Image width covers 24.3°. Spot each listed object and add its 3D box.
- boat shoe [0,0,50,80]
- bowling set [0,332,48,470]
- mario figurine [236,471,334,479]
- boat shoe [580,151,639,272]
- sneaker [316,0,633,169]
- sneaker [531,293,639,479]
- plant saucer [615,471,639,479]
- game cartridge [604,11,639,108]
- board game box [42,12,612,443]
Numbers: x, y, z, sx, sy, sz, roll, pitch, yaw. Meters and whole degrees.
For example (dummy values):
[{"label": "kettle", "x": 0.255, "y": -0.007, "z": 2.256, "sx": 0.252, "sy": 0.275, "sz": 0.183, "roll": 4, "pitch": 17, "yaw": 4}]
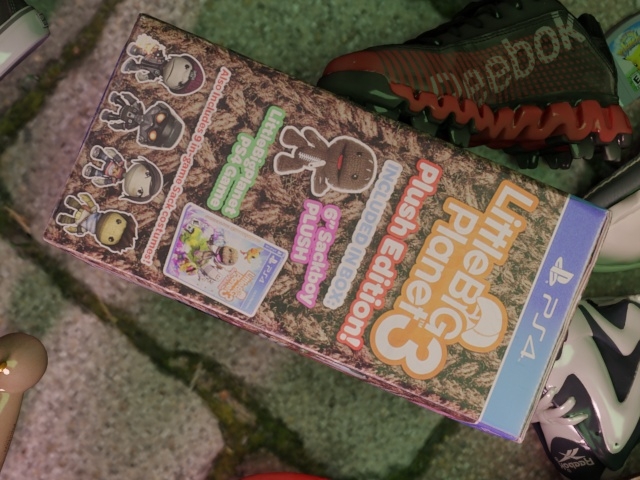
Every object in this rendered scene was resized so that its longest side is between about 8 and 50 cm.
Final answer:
[{"label": "boat shoe", "x": -0.278, "y": -0.090, "z": 0.946, "sx": 0.228, "sy": 0.080, "sz": 0.076, "roll": -44, "pitch": 100, "yaw": -13}, {"label": "bowling set", "x": -0.311, "y": 0.094, "z": 0.890, "sx": 0.199, "sy": 0.287, "sz": 0.154, "roll": 27, "pitch": 93, "yaw": 9}, {"label": "mario figurine", "x": 0.004, "y": 0.311, "z": 1.024, "sx": 0.198, "sy": 0.170, "sz": 0.321, "roll": -27, "pitch": 103, "yaw": -14}, {"label": "boat shoe", "x": 0.313, "y": -0.084, "z": 1.165, "sx": 0.319, "sy": 0.116, "sz": 0.099, "roll": -31, "pitch": 60, "yaw": -9}, {"label": "sneaker", "x": 0.109, "y": -0.123, "z": 1.055, "sx": 0.276, "sy": 0.097, "sz": 0.135, "roll": 0, "pitch": 86, "yaw": -36}, {"label": "sneaker", "x": 0.170, "y": 0.121, "z": 1.108, "sx": 0.235, "sy": 0.094, "sz": 0.153, "roll": -3, "pitch": 86, "yaw": -30}, {"label": "plant saucer", "x": 0.242, "y": 0.298, "z": 1.134, "sx": 0.310, "sy": 0.050, "sz": 0.311, "roll": -8, "pitch": 113, "yaw": -19}, {"label": "game cartridge", "x": 0.246, "y": -0.145, "z": 1.162, "sx": 0.083, "sy": 0.017, "sz": 0.056, "roll": -38, "pitch": 101, "yaw": -14}, {"label": "board game box", "x": 0.000, "y": 0.000, "z": 0.928, "sx": 0.291, "sy": 0.232, "sz": 0.141, "roll": 23, "pitch": 85, "yaw": -2}]
